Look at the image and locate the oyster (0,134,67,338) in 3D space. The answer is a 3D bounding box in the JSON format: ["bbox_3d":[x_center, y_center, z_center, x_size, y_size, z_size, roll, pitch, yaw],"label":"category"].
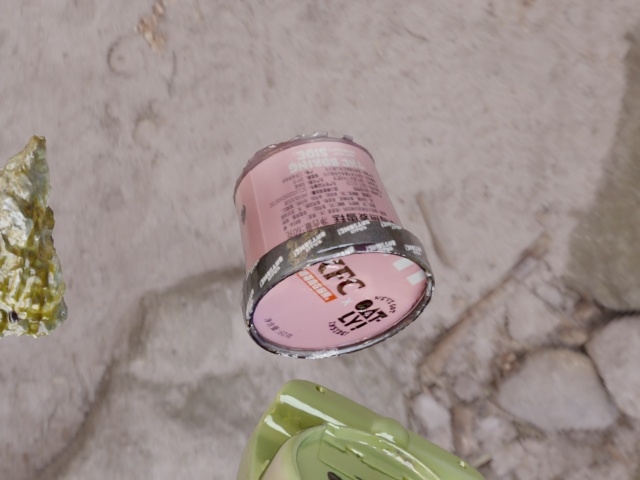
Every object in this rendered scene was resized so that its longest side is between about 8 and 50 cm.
[{"bbox_3d":[-0.231,0.009,1.216,0.045,0.146,0.122,-7,128,37],"label":"oyster"}]

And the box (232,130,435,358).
[{"bbox_3d":[0.000,0.000,1.251,0.151,0.135,0.151,-12,146,-9],"label":"box"}]

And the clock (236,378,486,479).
[{"bbox_3d":[0.037,0.262,1.392,0.235,0.308,0.096,29,113,-7],"label":"clock"}]
